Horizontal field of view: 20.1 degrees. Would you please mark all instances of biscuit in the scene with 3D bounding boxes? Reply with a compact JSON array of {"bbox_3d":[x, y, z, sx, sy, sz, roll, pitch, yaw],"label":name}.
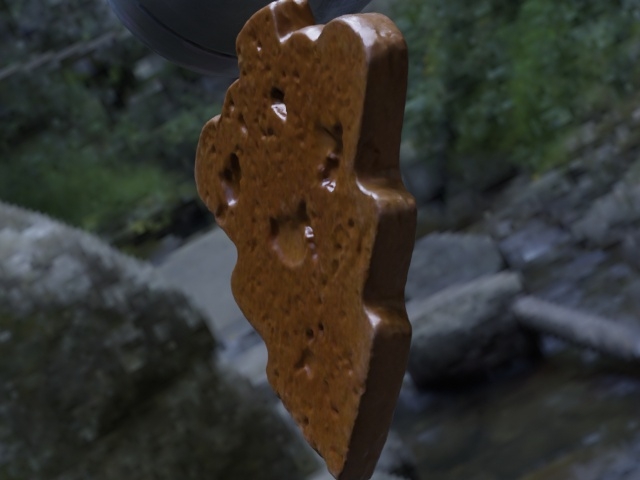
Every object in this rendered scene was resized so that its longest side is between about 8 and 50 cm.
[{"bbox_3d":[0.000,0.000,1.141,0.043,0.306,0.284,-6,-9,-27],"label":"biscuit"}]

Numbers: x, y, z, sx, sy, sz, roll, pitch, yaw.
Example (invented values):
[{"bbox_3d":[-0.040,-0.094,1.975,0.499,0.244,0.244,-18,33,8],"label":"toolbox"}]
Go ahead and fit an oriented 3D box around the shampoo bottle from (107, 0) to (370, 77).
[{"bbox_3d":[-0.059,-0.300,1.604,0.273,0.273,0.266,-34,-5,-38],"label":"shampoo bottle"}]
